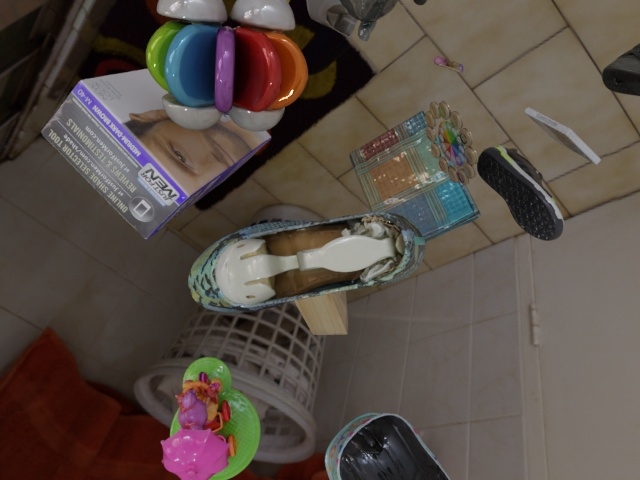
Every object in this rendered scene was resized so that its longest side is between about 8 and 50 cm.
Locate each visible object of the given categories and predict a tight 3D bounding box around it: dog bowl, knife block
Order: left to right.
[{"bbox_3d":[-0.015,0.098,0.999,0.088,0.242,0.276,-3,96,16],"label":"knife block"},{"bbox_3d":[0.055,-0.657,1.064,0.102,0.349,0.349,14,138,5],"label":"dog bowl"}]

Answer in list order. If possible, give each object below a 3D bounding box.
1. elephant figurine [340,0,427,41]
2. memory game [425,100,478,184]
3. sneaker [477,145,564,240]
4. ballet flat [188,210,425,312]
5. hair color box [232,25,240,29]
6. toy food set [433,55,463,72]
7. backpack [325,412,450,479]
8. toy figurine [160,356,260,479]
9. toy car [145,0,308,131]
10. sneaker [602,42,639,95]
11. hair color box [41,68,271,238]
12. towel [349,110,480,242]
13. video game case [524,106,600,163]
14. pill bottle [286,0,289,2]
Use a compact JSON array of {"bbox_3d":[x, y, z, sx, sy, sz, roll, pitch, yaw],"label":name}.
[{"bbox_3d":[0.099,-0.438,0.753,0.186,0.239,0.169,34,105,-29],"label":"elephant figurine"},{"bbox_3d":[0.265,-0.199,0.968,0.012,0.186,0.186,-25,132,-7],"label":"memory game"},{"bbox_3d":[0.399,-0.106,0.895,0.097,0.235,0.084,-14,147,-20],"label":"sneaker"},{"bbox_3d":[-0.019,0.014,0.342,0.188,0.070,0.070,-14,131,9],"label":"ballet flat"},{"bbox_3d":[-0.220,-0.389,1.132,0.173,0.347,0.105,32,132,-1],"label":"hair color box"},{"bbox_3d":[0.311,-0.432,1.147,0.077,0.122,0.019,18,113,-2],"label":"toy food set"},{"bbox_3d":[0.137,0.512,1.030,0.254,0.225,0.191,56,158,2],"label":"backpack"},{"bbox_3d":[-0.152,0.238,0.610,0.130,0.173,0.159,-10,166,-6],"label":"toy figurine"},{"bbox_3d":[-0.102,-0.197,0.535,0.181,0.136,0.159,-3,123,-20],"label":"toy car"},{"bbox_3d":[0.669,-0.315,0.869,0.227,0.130,0.087,42,173,44],"label":"sneaker"},{"bbox_3d":[-0.217,-0.161,0.721,0.110,0.339,0.185,-36,103,27],"label":"hair color box"},{"bbox_3d":[0.253,-0.166,1.351,0.271,0.370,0.040,-28,156,18],"label":"towel"},{"bbox_3d":[0.690,-0.300,1.339,0.190,0.173,0.022,24,113,-34],"label":"video game case"},{"bbox_3d":[-0.072,-0.506,0.902,0.065,0.065,0.116,31,115,-13],"label":"pill bottle"}]
